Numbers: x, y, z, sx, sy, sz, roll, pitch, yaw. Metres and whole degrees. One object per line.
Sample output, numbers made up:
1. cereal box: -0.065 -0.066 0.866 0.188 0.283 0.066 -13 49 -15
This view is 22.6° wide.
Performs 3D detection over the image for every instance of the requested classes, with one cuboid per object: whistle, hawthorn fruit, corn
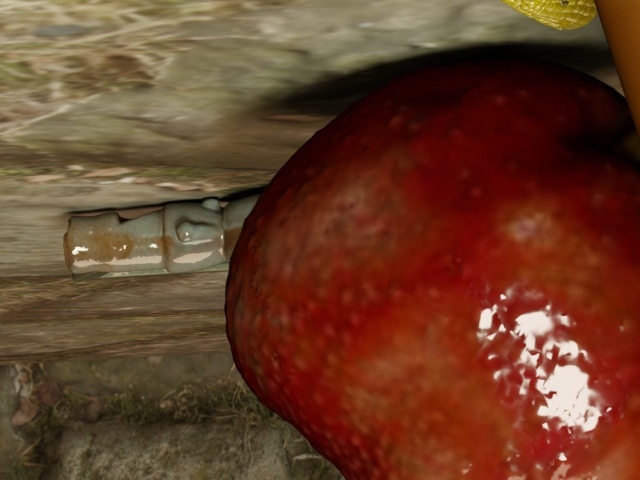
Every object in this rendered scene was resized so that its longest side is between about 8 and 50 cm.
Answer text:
1. whistle: -0.055 -0.001 1.036 0.220 0.057 0.107 -3 174 -3
2. hawthorn fruit: 0.087 0.017 0.684 0.210 0.230 0.266 -16 155 -41
3. corn: 0.076 -0.086 0.530 0.028 0.027 0.083 8 -178 24

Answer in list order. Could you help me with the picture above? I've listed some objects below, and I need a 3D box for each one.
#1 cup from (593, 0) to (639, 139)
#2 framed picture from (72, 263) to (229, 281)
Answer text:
1. cup: 0.185 0.005 0.483 0.182 0.264 0.226 -13 -174 -6
2. framed picture: 0.000 0.000 1.246 0.335 0.022 0.247 -3 173 -24
